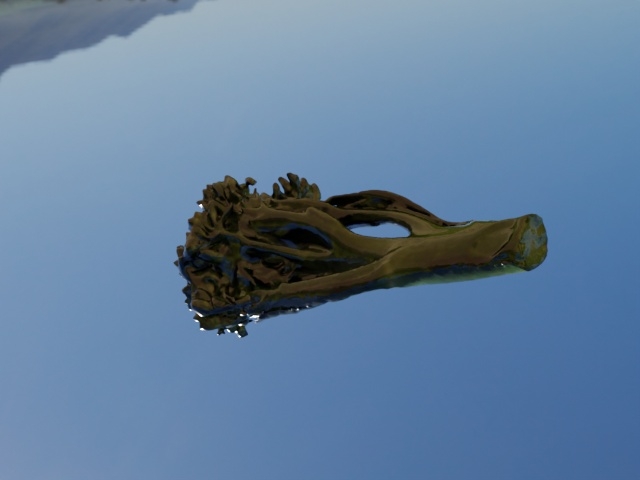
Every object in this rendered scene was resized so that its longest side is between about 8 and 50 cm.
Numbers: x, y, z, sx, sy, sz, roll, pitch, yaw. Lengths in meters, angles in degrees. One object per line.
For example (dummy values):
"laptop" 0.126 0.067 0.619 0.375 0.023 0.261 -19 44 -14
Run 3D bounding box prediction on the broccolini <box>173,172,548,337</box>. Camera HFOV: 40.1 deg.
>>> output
"broccolini" 0.012 0.014 0.400 0.203 0.068 0.091 8 -129 41
